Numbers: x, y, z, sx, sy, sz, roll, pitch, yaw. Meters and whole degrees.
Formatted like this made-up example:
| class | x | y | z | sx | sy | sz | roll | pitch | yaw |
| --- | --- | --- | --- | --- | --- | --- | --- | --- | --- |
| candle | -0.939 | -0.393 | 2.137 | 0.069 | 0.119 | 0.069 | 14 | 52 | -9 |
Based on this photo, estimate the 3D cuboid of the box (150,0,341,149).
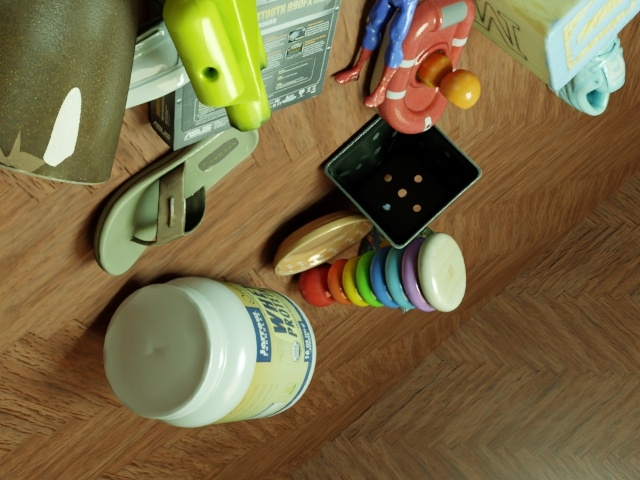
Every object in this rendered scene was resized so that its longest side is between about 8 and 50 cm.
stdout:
| class | x | y | z | sx | sy | sz | roll | pitch | yaw |
| --- | --- | --- | --- | --- | --- | --- | --- | --- | --- |
| box | -0.087 | -0.222 | 0.882 | 0.231 | 0.056 | 0.183 | -28 | 151 | -30 |

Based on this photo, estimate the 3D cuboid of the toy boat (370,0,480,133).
| class | x | y | z | sx | sy | sz | roll | pitch | yaw |
| --- | --- | --- | --- | --- | --- | --- | --- | --- | --- |
| toy boat | 0.175 | -0.249 | 1.121 | 0.151 | 0.151 | 0.231 | -28 | 152 | -28 |

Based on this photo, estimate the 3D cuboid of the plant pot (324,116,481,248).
| class | x | y | z | sx | sy | sz | roll | pitch | yaw |
| --- | --- | --- | --- | --- | --- | --- | --- | --- | --- |
| plant pot | 0.142 | -0.101 | 1.301 | 0.188 | 0.187 | 0.167 | -43 | 169 | -1 |

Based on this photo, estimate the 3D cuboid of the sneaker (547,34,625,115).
| class | x | y | z | sx | sy | sz | roll | pitch | yaw |
| --- | --- | --- | --- | --- | --- | --- | --- | --- | --- |
| sneaker | 0.553 | -0.379 | 1.487 | 0.135 | 0.150 | 0.366 | -42 | 156 | -5 |

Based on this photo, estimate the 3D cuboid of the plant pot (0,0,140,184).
| class | x | y | z | sx | sy | sz | roll | pitch | yaw |
| --- | --- | --- | --- | --- | --- | --- | --- | --- | --- |
| plant pot | -0.227 | -0.191 | 0.578 | 0.215 | 0.215 | 0.230 | 9 | 107 | -60 |

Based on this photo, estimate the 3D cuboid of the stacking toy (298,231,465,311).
| class | x | y | z | sx | sy | sz | roll | pitch | yaw |
| --- | --- | --- | --- | --- | --- | --- | --- | --- | --- |
| stacking toy | 0.096 | 0.075 | 1.409 | 0.330 | 0.141 | 0.141 | -10 | 177 | 35 |

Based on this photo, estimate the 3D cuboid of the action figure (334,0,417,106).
| class | x | y | z | sx | sy | sz | roll | pitch | yaw |
| --- | --- | --- | --- | --- | --- | --- | --- | --- | --- |
| action figure | 0.082 | -0.298 | 0.967 | 0.139 | 0.091 | 0.280 | -30 | 154 | -47 |

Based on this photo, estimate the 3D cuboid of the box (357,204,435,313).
| class | x | y | z | sx | sy | sz | roll | pitch | yaw |
| --- | --- | --- | --- | --- | --- | --- | --- | --- | --- |
| box | 0.154 | 0.025 | 1.533 | 0.044 | 0.159 | 0.233 | -30 | 153 | -26 |

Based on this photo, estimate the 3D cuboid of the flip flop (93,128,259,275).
| class | x | y | z | sx | sy | sz | roll | pitch | yaw |
| --- | --- | --- | --- | --- | --- | --- | --- | --- | --- |
| flip flop | -0.182 | -0.053 | 0.986 | 0.277 | 0.080 | 0.112 | -41 | 156 | -5 |

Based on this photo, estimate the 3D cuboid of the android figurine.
| class | x | y | z | sx | sy | sz | roll | pitch | yaw |
| --- | --- | --- | --- | --- | --- | --- | --- | --- | --- |
| android figurine | -0.095 | -0.233 | 0.644 | 0.056 | 0.248 | 0.272 | -10 | 141 | 5 |

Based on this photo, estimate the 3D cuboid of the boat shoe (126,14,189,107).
| class | x | y | z | sx | sy | sz | roll | pitch | yaw |
| --- | --- | --- | --- | --- | --- | --- | --- | --- | --- |
| boat shoe | -0.239 | -0.160 | 0.735 | 0.228 | 0.079 | 0.081 | -23 | 118 | -8 |

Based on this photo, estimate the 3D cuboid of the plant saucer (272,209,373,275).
| class | x | y | z | sx | sy | sz | roll | pitch | yaw |
| --- | --- | --- | --- | --- | --- | --- | --- | --- | --- |
| plant saucer | 0.000 | 0.000 | 1.352 | 0.200 | 0.037 | 0.200 | -25 | 167 | -7 |

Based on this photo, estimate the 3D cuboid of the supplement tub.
| class | x | y | z | sx | sy | sz | roll | pitch | yaw |
| --- | --- | --- | --- | --- | --- | --- | --- | --- | --- |
| supplement tub | -0.168 | 0.178 | 1.209 | 0.228 | 0.228 | 0.316 | -48 | 156 | 11 |

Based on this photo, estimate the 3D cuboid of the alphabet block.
| class | x | y | z | sx | sy | sz | roll | pitch | yaw |
| --- | --- | --- | --- | --- | --- | --- | --- | --- | --- |
| alphabet block | 0.334 | -0.375 | 1.102 | 0.192 | 0.197 | 0.193 | -45 | 156 | 3 |
